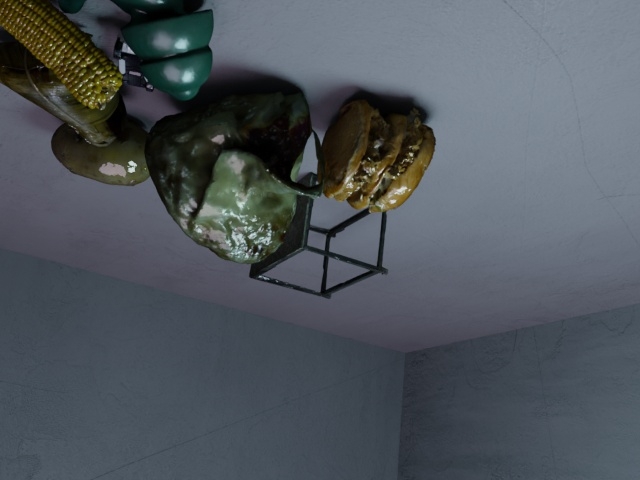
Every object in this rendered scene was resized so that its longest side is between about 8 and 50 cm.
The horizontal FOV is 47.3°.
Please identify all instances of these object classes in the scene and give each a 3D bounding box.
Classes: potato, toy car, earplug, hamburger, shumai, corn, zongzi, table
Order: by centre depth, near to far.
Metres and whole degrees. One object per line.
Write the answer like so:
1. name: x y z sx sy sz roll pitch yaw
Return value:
1. earplug: -0.315 -0.372 1.296 0.257 0.280 0.164 -21 -162 0
2. corn: -0.492 -0.372 1.324 0.313 0.102 0.102 45 144 -18
3. toy car: -0.365 -0.364 1.454 0.080 0.070 0.171 11 160 -10
4. zongzi: -0.576 -0.317 1.543 0.288 0.134 0.286 3 153 9
5. hamburger: 0.121 -0.182 1.586 0.211 0.245 0.261 23 116 -17
6. shumai: -0.152 -0.181 1.605 0.348 0.395 0.395 -35 138 30
7. potato: -0.523 -0.214 1.760 0.262 0.165 0.165 6 159 6
8. table: 0.000 0.000 2.076 0.272 0.222 0.335 16 157 -25
